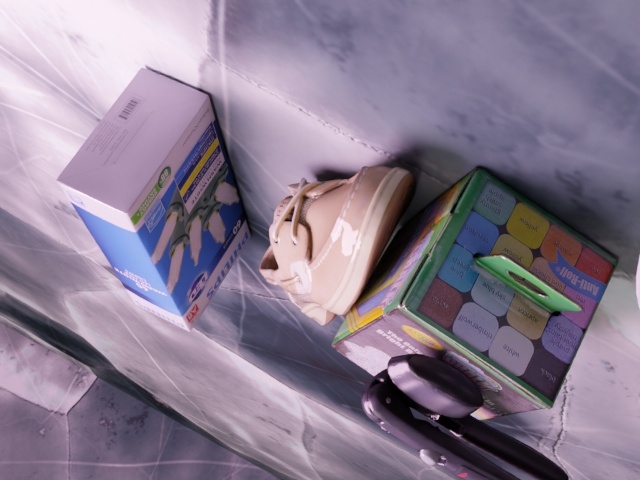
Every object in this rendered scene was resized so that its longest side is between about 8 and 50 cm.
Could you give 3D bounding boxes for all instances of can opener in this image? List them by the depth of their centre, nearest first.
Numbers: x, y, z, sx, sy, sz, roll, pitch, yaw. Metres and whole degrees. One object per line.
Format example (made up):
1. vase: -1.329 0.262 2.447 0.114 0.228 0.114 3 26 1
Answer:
1. can opener: 0.109 0.150 0.650 0.186 0.059 0.073 39 156 -16

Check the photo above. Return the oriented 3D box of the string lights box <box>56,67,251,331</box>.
1. string lights box: -0.148 -0.028 0.859 0.076 0.133 0.260 24 157 16

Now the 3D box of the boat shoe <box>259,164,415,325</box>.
1. boat shoe: 0.000 0.000 0.770 0.098 0.109 0.302 31 164 -1

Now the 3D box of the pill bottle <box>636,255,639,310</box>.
1. pill bottle: 0.267 0.119 0.274 0.229 0.229 0.408 47 -163 -34

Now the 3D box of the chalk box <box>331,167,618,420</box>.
1. chalk box: 0.120 0.044 0.672 0.132 0.132 0.213 35 157 -5
